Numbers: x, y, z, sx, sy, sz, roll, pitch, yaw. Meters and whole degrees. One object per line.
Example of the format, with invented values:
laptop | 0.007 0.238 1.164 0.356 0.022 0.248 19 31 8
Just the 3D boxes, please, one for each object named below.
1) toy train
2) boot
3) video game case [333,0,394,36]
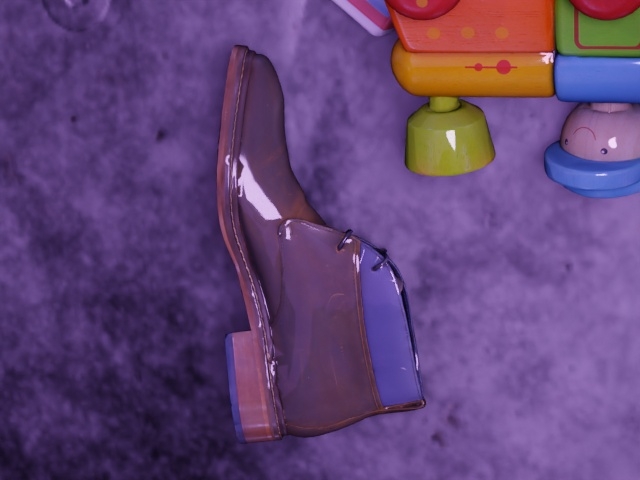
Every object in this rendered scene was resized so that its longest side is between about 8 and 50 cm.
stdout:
toy train | 0.055 -0.097 0.978 0.248 0.105 0.143 1 115 11
boot | 0.000 0.000 1.072 0.106 0.082 0.219 -3 96 4
video game case | 0.037 -0.279 1.008 0.204 0.025 0.285 42 115 12
